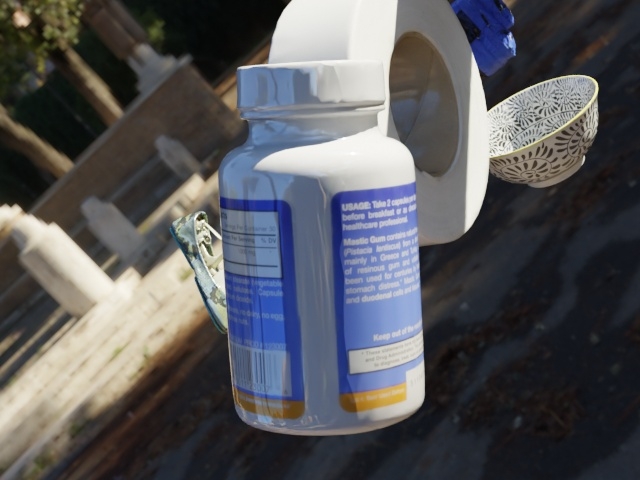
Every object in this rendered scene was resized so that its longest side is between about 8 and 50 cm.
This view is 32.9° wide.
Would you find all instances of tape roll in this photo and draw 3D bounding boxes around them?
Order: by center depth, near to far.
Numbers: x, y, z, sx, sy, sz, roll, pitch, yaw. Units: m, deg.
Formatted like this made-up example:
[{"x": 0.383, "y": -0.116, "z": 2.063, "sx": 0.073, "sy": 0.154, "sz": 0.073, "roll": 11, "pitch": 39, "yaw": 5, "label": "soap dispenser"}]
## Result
[{"x": 0.067, "y": -0.129, "z": 1.103, "sx": 0.100, "sy": 0.286, "sz": 0.286, "roll": -8, "pitch": 29, "yaw": 33, "label": "tape roll"}]

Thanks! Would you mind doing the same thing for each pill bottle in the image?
[{"x": 0.000, "y": 0.000, "z": 0.836, "sx": 0.152, "sy": 0.271, "sz": 0.152, "roll": -3, "pitch": 7, "yaw": 0, "label": "pill bottle"}]

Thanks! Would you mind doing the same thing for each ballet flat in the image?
[{"x": -0.148, "y": 0.038, "z": 1.497, "sx": 0.070, "sy": 0.188, "sz": 0.070, "roll": -25, "pitch": -21, "yaw": -10, "label": "ballet flat"}]

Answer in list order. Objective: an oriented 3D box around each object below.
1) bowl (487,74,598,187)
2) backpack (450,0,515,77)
[{"x": 0.259, "y": -0.114, "z": 1.270, "sx": 0.170, "sy": 0.080, "sz": 0.170, "roll": -27, "pitch": 22, "yaw": 12, "label": "bowl"}, {"x": 0.239, "y": -0.307, "z": 1.599, "sx": 0.101, "sy": 0.120, "sz": 0.098, "roll": -36, "pitch": 8, "yaw": 21, "label": "backpack"}]
